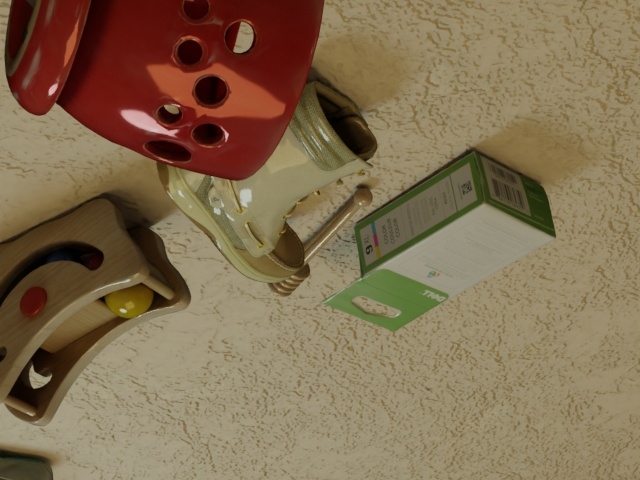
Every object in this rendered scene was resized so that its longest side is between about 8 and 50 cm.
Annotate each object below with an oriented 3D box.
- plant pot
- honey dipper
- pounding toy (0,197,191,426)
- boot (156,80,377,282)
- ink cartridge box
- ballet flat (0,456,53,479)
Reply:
[{"bbox_3d":[-0.110,-0.147,0.941,0.174,0.191,0.191,10,143,-21],"label":"plant pot"},{"bbox_3d":[0.000,0.000,1.357,0.030,0.030,0.161,12,140,-31],"label":"honey dipper"},{"bbox_3d":[-0.266,0.061,1.261,0.269,0.154,0.155,-24,146,21],"label":"pounding toy"},{"bbox_3d":[-0.022,-0.047,1.232,0.165,0.077,0.213,-23,143,17],"label":"boot"},{"bbox_3d":[0.106,0.005,1.359,0.109,0.062,0.209,22,136,-41],"label":"ink cartridge box"},{"bbox_3d":[-0.405,0.278,1.650,0.213,0.068,0.072,16,140,-35],"label":"ballet flat"}]
